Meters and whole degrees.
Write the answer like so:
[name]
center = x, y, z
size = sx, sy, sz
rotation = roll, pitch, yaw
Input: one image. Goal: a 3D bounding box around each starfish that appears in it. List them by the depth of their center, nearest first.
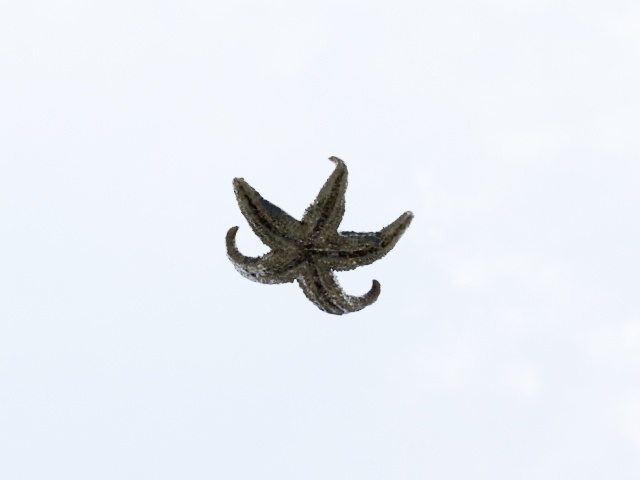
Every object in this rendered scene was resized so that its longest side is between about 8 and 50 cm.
[starfish]
center = 0.000, 0.000, 0.848
size = 0.091, 0.078, 0.028
rotation = -9, -159, 5
